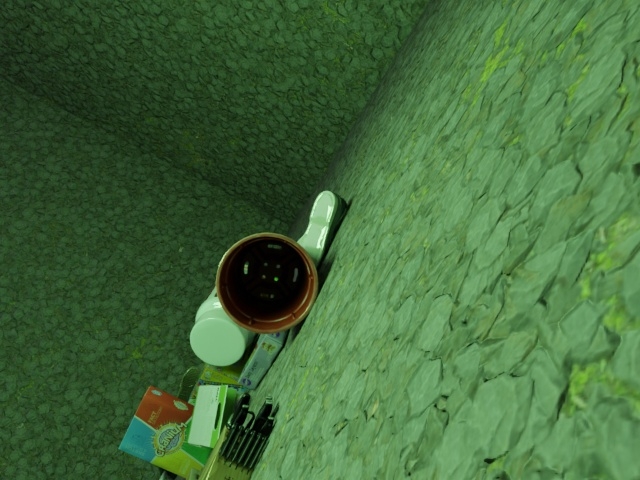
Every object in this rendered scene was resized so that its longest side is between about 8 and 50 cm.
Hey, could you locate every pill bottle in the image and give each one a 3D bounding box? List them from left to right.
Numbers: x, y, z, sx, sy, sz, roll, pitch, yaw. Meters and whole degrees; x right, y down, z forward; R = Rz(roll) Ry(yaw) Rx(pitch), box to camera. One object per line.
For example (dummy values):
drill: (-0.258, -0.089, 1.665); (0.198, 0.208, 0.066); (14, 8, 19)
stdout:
pill bottle: (-0.319, 0.264, 1.848); (0.224, 0.224, 0.392); (-60, 6, 22)

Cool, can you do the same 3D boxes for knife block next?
knife block: (-0.196, 0.481, 1.149); (0.276, 0.088, 0.242); (-57, 8, 44)

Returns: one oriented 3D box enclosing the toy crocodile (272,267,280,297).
toy crocodile: (-0.129, 0.168, 1.863); (0.340, 0.105, 0.115); (135, 120, -68)

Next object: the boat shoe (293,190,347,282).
boat shoe: (0.000, 0.000, 1.642); (0.099, 0.116, 0.320); (11, -77, -52)

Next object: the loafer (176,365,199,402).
loafer: (-0.478, 0.515, 1.831); (0.148, 0.056, 0.050); (-63, 14, 4)

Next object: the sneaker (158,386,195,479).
sneaker: (-0.565, 0.831, 2.205); (0.483, 0.185, 0.202); (-65, 24, 12)

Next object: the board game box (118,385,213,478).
board game box: (-0.506, 0.682, 1.778); (0.242, 0.316, 0.064); (-62, 6, 13)

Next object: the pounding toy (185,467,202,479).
pounding toy: (-0.386, 0.772, 1.453); (0.206, 0.094, 0.181); (-64, 6, -11)

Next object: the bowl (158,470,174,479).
bowl: (-0.593, 1.028, 1.885); (0.298, 0.134, 0.298); (-62, 6, 11)

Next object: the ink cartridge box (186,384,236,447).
ink cartridge box: (-0.323, 0.563, 1.619); (0.255, 0.097, 0.189); (-24, 53, 54)

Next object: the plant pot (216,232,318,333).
plant pot: (-0.148, 0.105, 1.482); (0.273, 0.272, 0.265); (-63, 5, 2)

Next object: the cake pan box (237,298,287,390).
cake pan box: (-0.167, 0.321, 1.661); (0.267, 0.070, 0.246); (-60, 5, 35)

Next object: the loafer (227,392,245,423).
loafer: (-0.252, 0.540, 1.607); (0.125, 0.039, 0.045); (-68, -32, -46)

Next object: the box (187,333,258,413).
box: (-0.364, 0.517, 1.937); (0.279, 0.176, 0.290); (-60, 8, 25)
